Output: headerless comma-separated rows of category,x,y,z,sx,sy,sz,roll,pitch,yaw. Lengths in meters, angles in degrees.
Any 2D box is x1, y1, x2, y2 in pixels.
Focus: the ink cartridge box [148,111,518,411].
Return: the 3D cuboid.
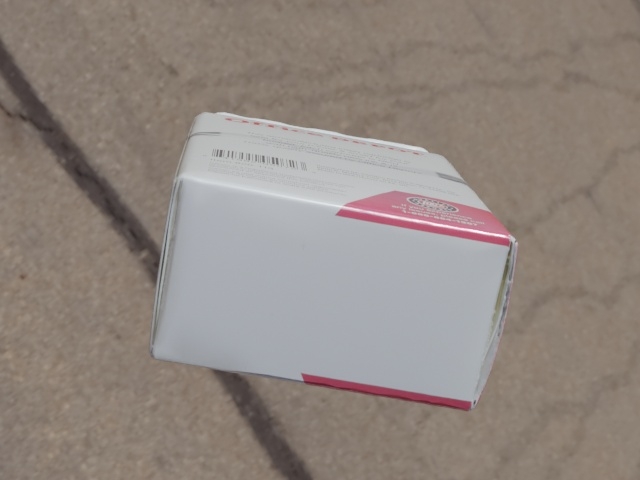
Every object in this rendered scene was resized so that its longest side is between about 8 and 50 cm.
ink cartridge box,0.000,0.000,0.829,0.207,0.117,0.283,10,13,-5
